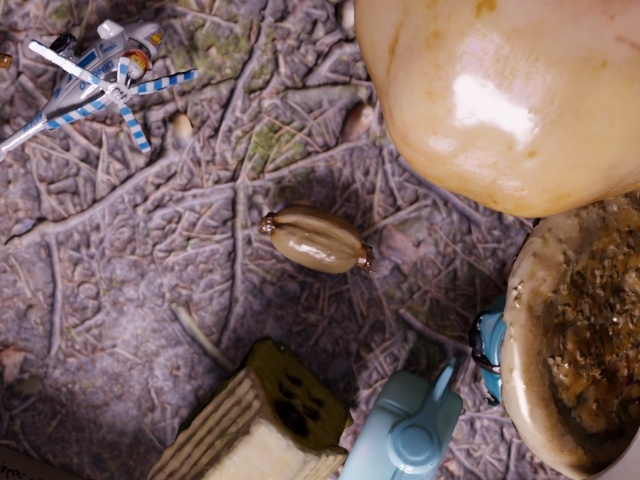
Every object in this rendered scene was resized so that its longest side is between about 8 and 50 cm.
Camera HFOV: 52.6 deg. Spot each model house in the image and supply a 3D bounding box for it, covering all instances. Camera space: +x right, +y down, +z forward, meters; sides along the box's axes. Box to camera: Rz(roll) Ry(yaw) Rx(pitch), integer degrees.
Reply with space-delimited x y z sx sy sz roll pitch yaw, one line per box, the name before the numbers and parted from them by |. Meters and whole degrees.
model house | -0.073 0.251 0.728 0.175 0.234 0.193 43 96 -6

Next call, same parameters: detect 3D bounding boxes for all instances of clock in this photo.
clock | 0.084 0.255 0.749 0.094 0.223 0.274 23 89 14

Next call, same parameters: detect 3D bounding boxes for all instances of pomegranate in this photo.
pomegranate | 0.224 -0.232 0.597 0.411 0.411 0.412 0 97 -2

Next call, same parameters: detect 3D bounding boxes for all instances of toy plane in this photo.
toy plane | -0.289 -0.158 0.757 0.273 0.107 0.182 -43 141 21

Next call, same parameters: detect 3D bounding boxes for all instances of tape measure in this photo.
tape measure | 0.256 0.125 0.799 0.146 0.081 0.125 -15 100 -7

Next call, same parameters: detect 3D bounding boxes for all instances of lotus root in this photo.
lotus root | 0.000 0.000 0.786 0.150 0.062 0.073 20 73 -6

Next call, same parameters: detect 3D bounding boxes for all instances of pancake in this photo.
pancake | 0.365 0.087 0.758 0.382 0.071 0.383 -2 96 -23

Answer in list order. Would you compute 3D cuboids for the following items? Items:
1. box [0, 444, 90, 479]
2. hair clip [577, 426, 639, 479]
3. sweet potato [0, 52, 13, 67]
box | -0.292 0.346 0.746 0.365 0.204 0.051 24 95 -5
hair clip | 0.408 0.325 0.687 0.172 0.113 0.282 -40 62 -12
sweet potato | -0.462 -0.225 0.750 0.214 0.050 0.050 4 97 -6
